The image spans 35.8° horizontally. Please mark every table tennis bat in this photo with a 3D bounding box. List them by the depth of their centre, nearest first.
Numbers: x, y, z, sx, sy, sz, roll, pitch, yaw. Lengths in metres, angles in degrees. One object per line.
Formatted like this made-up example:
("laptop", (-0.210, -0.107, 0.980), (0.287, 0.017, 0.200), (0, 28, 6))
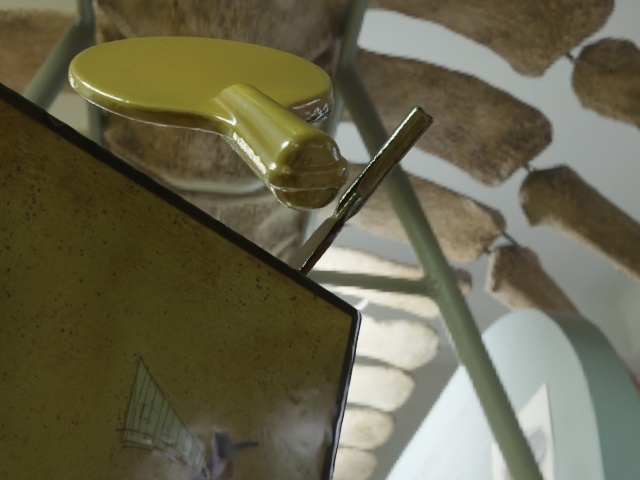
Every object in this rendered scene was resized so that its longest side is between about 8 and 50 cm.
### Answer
("table tennis bat", (-0.067, -0.102, 0.710), (0.198, 0.321, 0.050), (-4, -63, -25))
("table tennis bat", (0.000, 0.000, 0.818), (0.021, 0.274, 0.154), (39, 0, -4))

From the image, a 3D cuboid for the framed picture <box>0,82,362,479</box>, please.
("framed picture", (-0.098, 0.123, 0.428), (0.255, 0.339, 0.014), (34, -38, -30))
